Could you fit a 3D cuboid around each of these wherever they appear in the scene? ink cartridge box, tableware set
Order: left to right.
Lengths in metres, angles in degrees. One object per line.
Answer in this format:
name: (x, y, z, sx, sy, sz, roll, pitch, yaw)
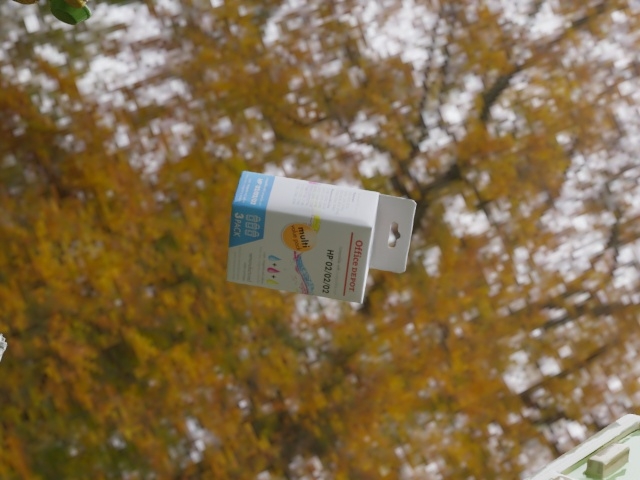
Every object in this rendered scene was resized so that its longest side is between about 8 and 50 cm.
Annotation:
tableware set: (-0.244, -0.221, 1.163, 0.154, 0.024, 0.104, 27, -20, -9)
ink cartridge box: (0.000, 0.000, 1.525, 0.061, 0.181, 0.104, -77, 175, -50)

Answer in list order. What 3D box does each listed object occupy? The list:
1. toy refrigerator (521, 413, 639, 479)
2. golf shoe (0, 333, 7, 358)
toy refrigerator: (0.178, 0.176, 0.874, 0.102, 0.269, 0.094, 14, -77, 28)
golf shoe: (-0.278, 0.101, 1.092, 0.176, 0.069, 0.086, 1, -99, 64)
